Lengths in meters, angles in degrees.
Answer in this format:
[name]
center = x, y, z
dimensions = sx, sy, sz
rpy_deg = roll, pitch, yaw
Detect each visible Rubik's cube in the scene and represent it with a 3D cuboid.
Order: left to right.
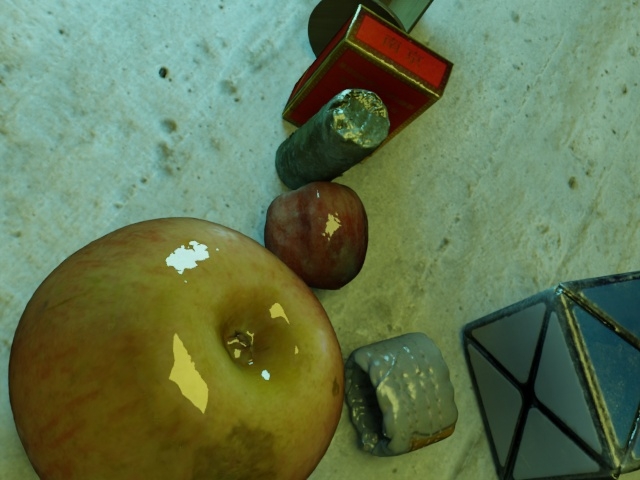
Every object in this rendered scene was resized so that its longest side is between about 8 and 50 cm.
[Rubik's cube]
center = 0.386, 0.196, 1.208
dimensions = 0.259, 0.255, 0.260
rpy_deg = -5, 73, -23

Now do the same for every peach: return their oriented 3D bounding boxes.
[peach]
center = 0.000, 0.000, 1.174
dimensions = 0.152, 0.152, 0.152
rpy_deg = 7, 70, -21

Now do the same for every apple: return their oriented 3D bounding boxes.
[apple]
center = -0.153, 0.148, 0.944
dimensions = 0.363, 0.364, 0.364
rpy_deg = 7, 70, -21

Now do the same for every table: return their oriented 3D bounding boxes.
[table]
center = 0.104, -0.365, 1.336
dimensions = 0.167, 0.167, 0.227
rpy_deg = 39, 53, -7

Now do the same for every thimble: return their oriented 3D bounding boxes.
[thimble]
center = 0.104, 0.207, 1.149
dimensions = 0.117, 0.127, 0.151
rpy_deg = -11, 77, -25

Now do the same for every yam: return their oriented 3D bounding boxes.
[yam]
center = 0.012, -0.131, 1.153
dimensions = 0.093, 0.259, 0.093
rpy_deg = 3, 80, -18

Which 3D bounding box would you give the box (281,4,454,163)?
[box]
center = 0.059, -0.210, 1.203
dimensions = 0.153, 0.240, 0.074
rpy_deg = 25, 65, -15
